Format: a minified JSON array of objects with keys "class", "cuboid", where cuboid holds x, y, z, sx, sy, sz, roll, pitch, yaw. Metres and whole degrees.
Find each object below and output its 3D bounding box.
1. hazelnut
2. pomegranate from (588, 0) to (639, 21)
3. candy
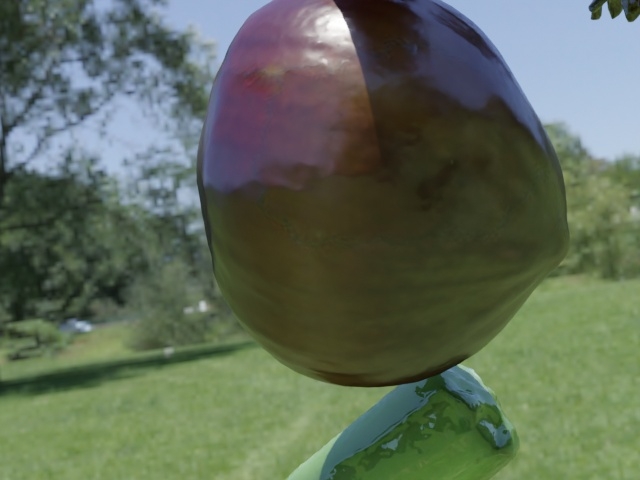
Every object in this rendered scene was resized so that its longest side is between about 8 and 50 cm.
[{"class":"hazelnut","cuboid":[0.049,-0.042,1.278,0.359,0.359,0.409,-8,-44,6]},{"class":"pomegranate","cuboid":[0.299,-0.391,1.480,0.231,0.285,0.231,10,18,-3]},{"class":"candy","cuboid":[0.064,0.276,1.495,0.343,0.132,0.142,-43,-34,19]}]
